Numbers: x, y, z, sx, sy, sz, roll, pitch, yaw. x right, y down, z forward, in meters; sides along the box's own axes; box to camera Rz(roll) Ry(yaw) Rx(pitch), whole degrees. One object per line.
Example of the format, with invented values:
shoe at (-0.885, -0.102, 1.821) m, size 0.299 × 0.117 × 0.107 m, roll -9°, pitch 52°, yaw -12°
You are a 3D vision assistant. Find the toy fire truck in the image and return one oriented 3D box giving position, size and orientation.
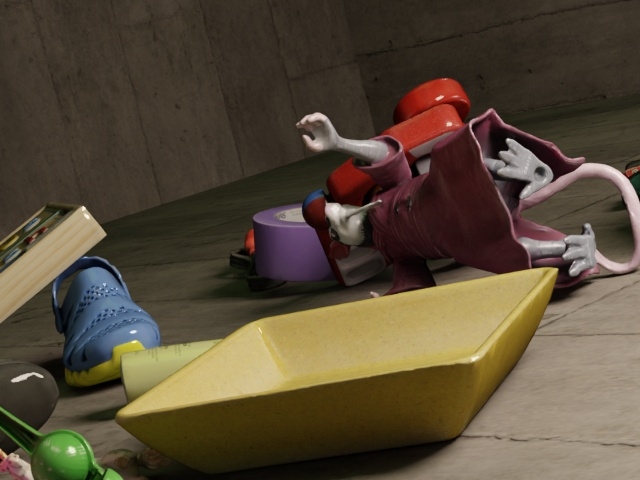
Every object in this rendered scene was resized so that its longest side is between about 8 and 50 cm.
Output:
toy fire truck at (0.107, -0.054, 2.116) m, size 0.254 × 0.169 × 0.302 m, roll -27°, pitch -24°, yaw -1°

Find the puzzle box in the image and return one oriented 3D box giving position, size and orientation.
puzzle box at (-0.473, 0.095, 2.167) m, size 0.409 × 0.052 × 0.272 m, roll -40°, pitch 13°, yaw -13°

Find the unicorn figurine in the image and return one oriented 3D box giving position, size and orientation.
unicorn figurine at (-0.213, 0.206, 1.449) m, size 0.162 × 0.060 × 0.111 m, roll 3°, pitch 4°, yaw -19°

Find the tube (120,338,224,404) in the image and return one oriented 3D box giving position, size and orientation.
tube at (-0.093, 0.128, 1.787) m, size 0.240 × 0.062 × 0.070 m, roll -10°, pitch 48°, yaw -2°

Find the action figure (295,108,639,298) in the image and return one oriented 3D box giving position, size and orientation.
action figure at (0.141, -0.044, 1.901) m, size 0.275 × 0.248 × 0.370 m, roll -10°, pitch 0°, yaw -37°

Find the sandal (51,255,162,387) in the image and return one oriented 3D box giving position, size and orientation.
sandal at (-0.275, 0.098, 2.053) m, size 0.126 × 0.138 × 0.317 m, roll -14°, pitch 9°, yaw -18°

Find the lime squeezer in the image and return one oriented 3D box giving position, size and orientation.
lime squeezer at (-0.221, 0.192, 1.347) m, size 0.110 × 0.059 × 0.310 m, roll 7°, pitch 17°, yaw -33°

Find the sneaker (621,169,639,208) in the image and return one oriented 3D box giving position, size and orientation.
sneaker at (0.495, -0.059, 2.088) m, size 0.223 × 0.083 × 0.098 m, roll -6°, pitch -11°, yaw 21°

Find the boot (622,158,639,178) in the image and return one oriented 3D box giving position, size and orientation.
boot at (0.498, -0.093, 2.233) m, size 0.176 × 0.088 × 0.244 m, roll -15°, pitch -1°, yaw -5°

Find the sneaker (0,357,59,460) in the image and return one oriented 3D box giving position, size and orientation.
sneaker at (-0.377, 0.208, 1.614) m, size 0.286 × 0.109 × 0.130 m, roll -27°, pitch 18°, yaw -23°

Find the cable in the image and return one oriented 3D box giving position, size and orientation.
cable at (-0.092, 0.018, 2.530) m, size 0.139 × 0.072 × 0.287 m, roll -10°, pitch 8°, yaw 11°

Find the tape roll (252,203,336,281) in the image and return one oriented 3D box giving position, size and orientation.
tape roll at (0.000, 0.000, 2.343) m, size 0.189 × 0.080 × 0.189 m, roll -3°, pitch 12°, yaw 1°

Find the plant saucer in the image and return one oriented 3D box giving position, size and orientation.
plant saucer at (0.034, 0.122, 1.492) m, size 0.332 × 0.081 × 0.333 m, roll -12°, pitch 8°, yaw 22°
